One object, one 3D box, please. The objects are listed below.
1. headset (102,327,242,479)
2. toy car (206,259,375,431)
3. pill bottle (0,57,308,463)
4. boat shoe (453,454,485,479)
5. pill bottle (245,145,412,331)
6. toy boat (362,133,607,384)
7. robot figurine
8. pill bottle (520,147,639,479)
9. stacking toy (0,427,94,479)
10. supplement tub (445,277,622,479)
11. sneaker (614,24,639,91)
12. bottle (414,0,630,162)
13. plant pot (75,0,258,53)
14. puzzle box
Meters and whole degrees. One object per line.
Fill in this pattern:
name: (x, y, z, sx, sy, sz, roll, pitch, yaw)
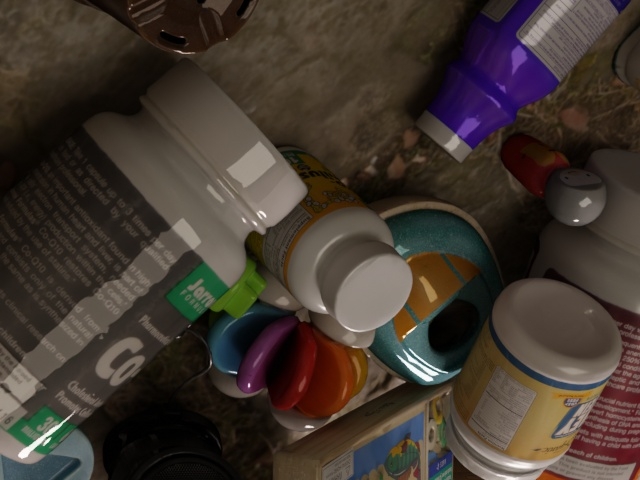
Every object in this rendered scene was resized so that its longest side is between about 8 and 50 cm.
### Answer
headset: (-0.180, 0.251, 1.549, 0.185, 0.243, 0.394, 2, 103, -15)
toy car: (-0.041, 0.119, 1.568, 0.159, 0.182, 0.136, -64, 174, 21)
pill bottle: (-0.199, 0.014, 1.374, 0.361, 0.204, 0.204, -43, 133, -2)
boat shoe: (0.281, 0.310, 1.950, 0.341, 0.121, 0.110, -7, 122, -32)
pill bottle: (0.000, 0.000, 1.495, 0.117, 0.208, 0.118, -17, 127, -24)
toy boat: (0.165, 0.017, 1.660, 0.318, 0.148, 0.267, -44, 133, -1)
robot figurine: (-0.111, 0.025, 1.511, 0.067, 0.115, 0.101, -49, -176, 39)
pill bottle: (0.335, 0.105, 1.781, 0.224, 0.224, 0.392, 3, 118, -35)
stacking toy: (-0.358, 0.303, 1.511, 0.309, 0.130, 0.280, -24, 129, -18)
supplement tub: (0.225, 0.155, 1.629, 0.144, 0.144, 0.200, -7, 136, -31)
sneaker: (0.436, -0.257, 1.699, 0.087, 0.092, 0.229, 27, 101, -40)
bottle: (0.215, -0.208, 1.581, 0.283, 0.092, 0.118, -50, 133, 4)
plant pot: (-0.139, -0.245, 1.271, 0.167, 0.165, 0.167, -17, 128, -23)
puzzle box: (0.056, 0.320, 1.654, 0.409, 0.052, 0.272, -16, 109, -64)
